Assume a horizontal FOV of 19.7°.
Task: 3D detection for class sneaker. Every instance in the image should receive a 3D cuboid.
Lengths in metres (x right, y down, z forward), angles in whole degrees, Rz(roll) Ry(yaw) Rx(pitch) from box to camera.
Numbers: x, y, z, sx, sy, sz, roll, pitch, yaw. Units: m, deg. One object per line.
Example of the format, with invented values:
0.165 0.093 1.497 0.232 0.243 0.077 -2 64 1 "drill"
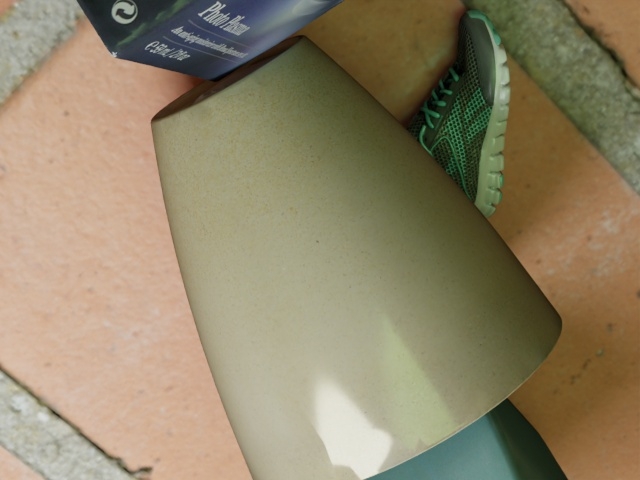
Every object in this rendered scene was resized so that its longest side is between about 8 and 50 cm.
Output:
0.102 -0.093 1.409 0.076 0.065 0.167 -3 111 -11 "sneaker"

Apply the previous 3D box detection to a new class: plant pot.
0.000 0.000 1.335 0.256 0.256 0.274 -29 101 -3 "plant pot"
0.111 0.210 1.439 0.165 0.234 0.165 -41 117 2 "plant pot"

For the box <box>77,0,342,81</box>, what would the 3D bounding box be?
-0.017 -0.249 1.131 0.294 0.296 0.183 -33 88 9 "box"
